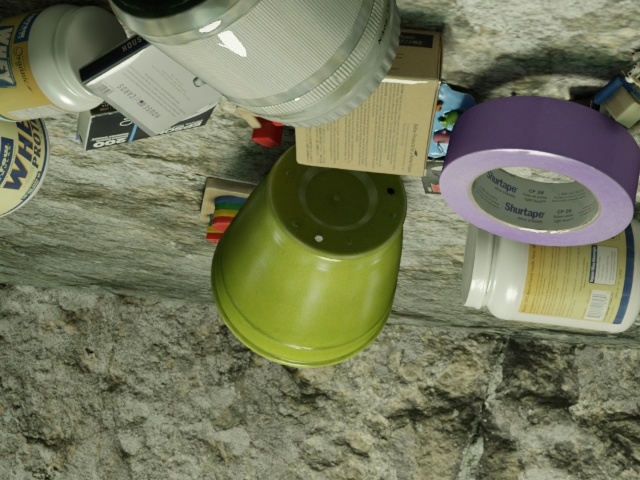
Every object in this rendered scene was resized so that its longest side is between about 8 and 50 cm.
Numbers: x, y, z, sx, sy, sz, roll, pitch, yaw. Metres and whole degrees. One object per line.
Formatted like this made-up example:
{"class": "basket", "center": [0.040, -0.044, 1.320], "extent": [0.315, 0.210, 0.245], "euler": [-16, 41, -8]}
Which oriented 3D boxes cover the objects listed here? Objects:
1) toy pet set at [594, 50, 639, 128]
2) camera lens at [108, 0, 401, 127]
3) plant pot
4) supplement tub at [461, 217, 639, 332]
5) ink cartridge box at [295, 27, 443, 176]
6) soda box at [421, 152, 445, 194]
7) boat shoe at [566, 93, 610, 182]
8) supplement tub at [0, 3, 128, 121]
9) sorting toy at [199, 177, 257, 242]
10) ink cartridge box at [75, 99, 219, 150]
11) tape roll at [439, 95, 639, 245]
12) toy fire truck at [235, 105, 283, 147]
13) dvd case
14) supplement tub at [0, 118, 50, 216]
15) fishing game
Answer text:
{"class": "toy pet set", "center": [0.426, -0.207, 1.243], "extent": [0.122, 0.065, 0.114], "euler": [18, 127, -43]}
{"class": "camera lens", "center": [-0.065, -0.256, 0.947], "extent": [0.219, 0.219, 0.274], "euler": [-2, 162, 30]}
{"class": "plant pot", "center": [0.000, 0.000, 1.691], "extent": [0.366, 0.367, 0.353], "euler": [9, 153, -7]}
{"class": "supplement tub", "center": [0.440, 0.049, 1.804], "extent": [0.316, 0.228, 0.228], "euler": [7, 165, 2]}
{"class": "ink cartridge box", "center": [0.062, -0.191, 1.297], "extent": [0.193, 0.088, 0.235], "euler": [6, 152, 3]}
{"class": "soda box", "center": [0.200, -0.129, 1.600], "extent": [0.060, 0.053, 0.169], "euler": [4, 165, 13]}
{"class": "boat shoe", "center": [0.391, -0.146, 1.408], "extent": [0.068, 0.081, 0.228], "euler": [6, 158, 14]}
{"class": "supplement tub", "center": [-0.372, -0.242, 1.286], "extent": [0.199, 0.144, 0.144], "euler": [-3, 162, 33]}
{"class": "sorting toy", "center": [-0.133, -0.035, 2.031], "extent": [0.255, 0.089, 0.257], "euler": [10, 165, -8]}
{"class": "ink cartridge box", "center": [-0.272, -0.192, 1.470], "extent": [0.206, 0.045, 0.208], "euler": [-15, 173, -20]}
{"class": "tape roll", "center": [0.314, -0.093, 1.358], "extent": [0.274, 0.090, 0.275], "euler": [14, 157, 6]}
{"class": "toy fire truck", "center": [-0.084, -0.205, 1.469], "extent": [0.135, 0.047, 0.192], "euler": [-1, 162, 33]}
{"class": "dvd case", "center": [-0.167, -0.233, 1.226], "extent": [0.238, 0.030, 0.179], "euler": [-28, 156, 10]}
{"class": "supplement tub", "center": [-0.570, -0.148, 1.423], "extent": [0.235, 0.235, 0.325], "euler": [7, -178, 3]}
{"class": "fishing game", "center": [0.163, -0.173, 1.429], "extent": [0.264, 0.041, 0.189], "euler": [4, 150, 11]}
